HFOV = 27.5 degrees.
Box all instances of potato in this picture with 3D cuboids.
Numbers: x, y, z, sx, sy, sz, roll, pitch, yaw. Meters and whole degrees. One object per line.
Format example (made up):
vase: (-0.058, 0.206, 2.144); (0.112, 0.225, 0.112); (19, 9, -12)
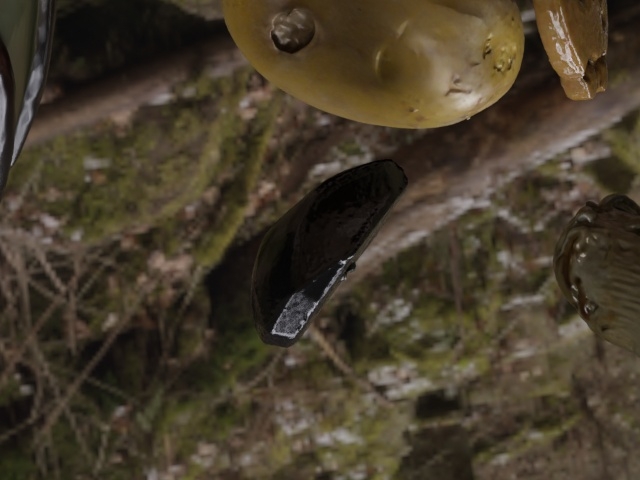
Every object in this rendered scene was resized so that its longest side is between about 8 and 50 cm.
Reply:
potato: (0.036, -0.163, 0.964); (0.233, 0.150, 0.146); (23, -169, 19)

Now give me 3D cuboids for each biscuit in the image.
biscuit: (0.143, -0.179, 0.749); (0.027, 0.184, 0.133); (-6, 155, 26)

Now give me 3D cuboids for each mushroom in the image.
mushroom: (0.340, 0.093, 0.874); (0.397, 0.126, 0.177); (29, -162, 0)

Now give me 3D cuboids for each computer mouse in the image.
computer mouse: (0.000, 0.000, 0.820); (0.172, 0.057, 0.099); (-51, 172, -46)

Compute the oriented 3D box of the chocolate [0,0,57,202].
chocolate: (-0.253, -0.095, 0.742); (0.186, 0.284, 0.283); (22, 162, -17)
